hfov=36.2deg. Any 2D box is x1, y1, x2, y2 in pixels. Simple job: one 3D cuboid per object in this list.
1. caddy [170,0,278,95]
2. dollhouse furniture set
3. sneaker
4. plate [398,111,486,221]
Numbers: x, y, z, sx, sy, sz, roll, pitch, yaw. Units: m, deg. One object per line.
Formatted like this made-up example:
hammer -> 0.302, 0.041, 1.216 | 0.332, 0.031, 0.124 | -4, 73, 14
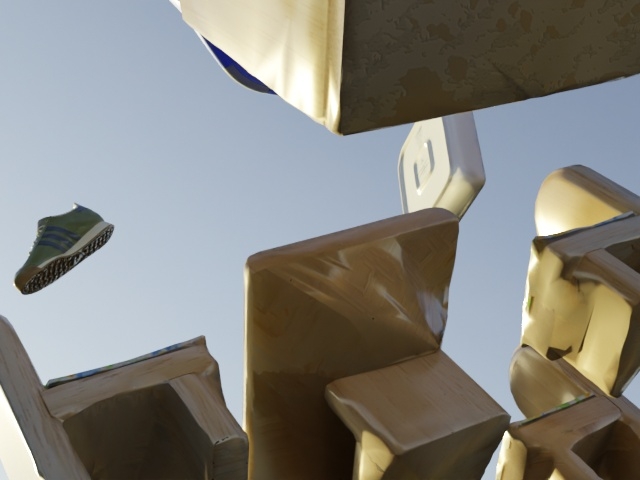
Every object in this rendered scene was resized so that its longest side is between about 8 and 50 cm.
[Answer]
caddy -> -0.068, -0.301, 1.411 | 0.341, 0.241, 0.179 | 25, -80, -48
dollhouse furniture set -> 0.000, 0.000, 0.515 | 0.362, 0.256, 0.394 | -15, -54, -26
sneaker -> -0.418, 0.006, 1.525 | 0.086, 0.192, 0.064 | 39, -41, 12
plate -> 0.197, -0.128, 1.722 | 0.045, 0.278, 0.277 | 7, -37, -15
